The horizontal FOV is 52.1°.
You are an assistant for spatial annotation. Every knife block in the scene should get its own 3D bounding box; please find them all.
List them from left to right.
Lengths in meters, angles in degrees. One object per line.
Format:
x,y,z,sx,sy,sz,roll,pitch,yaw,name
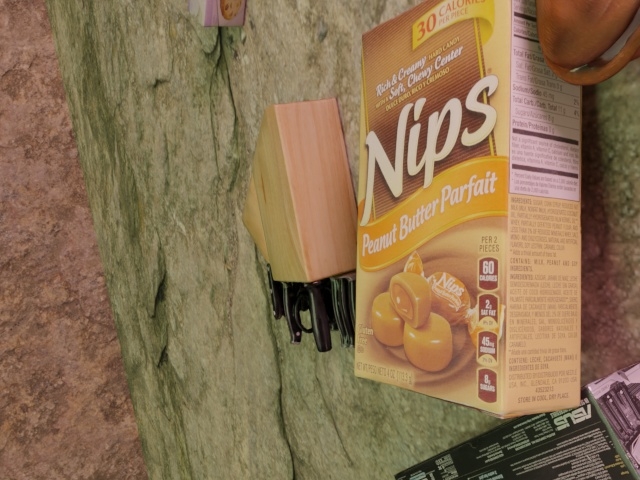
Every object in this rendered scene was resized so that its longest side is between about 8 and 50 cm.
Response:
0.000,0.000,0.804,0.242,0.088,0.276,53,142,32,knife block

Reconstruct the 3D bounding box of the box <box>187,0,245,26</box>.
-0.125,-0.443,0.851,0.063,0.067,0.324,48,139,37,box

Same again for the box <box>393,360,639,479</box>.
0.210,0.272,0.562,0.242,0.076,0.307,65,146,21,box

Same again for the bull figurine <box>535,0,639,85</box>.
0.183,-0.255,0.383,0.188,0.101,0.310,3,104,57,bull figurine

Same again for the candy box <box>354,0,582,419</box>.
0.112,-0.035,0.535,0.183,0.087,0.316,-3,85,59,candy box
